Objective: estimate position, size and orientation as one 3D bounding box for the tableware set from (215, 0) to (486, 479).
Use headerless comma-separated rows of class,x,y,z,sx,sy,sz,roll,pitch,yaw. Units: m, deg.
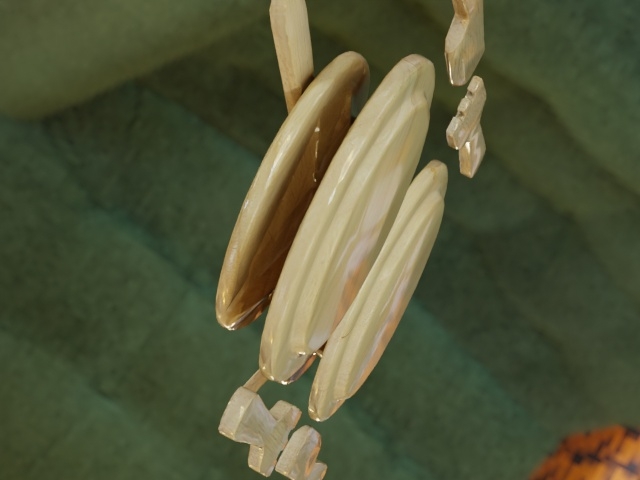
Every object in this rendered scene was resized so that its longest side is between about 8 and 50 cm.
tableware set,0.000,0.000,0.524,0.039,0.128,0.194,26,172,10
